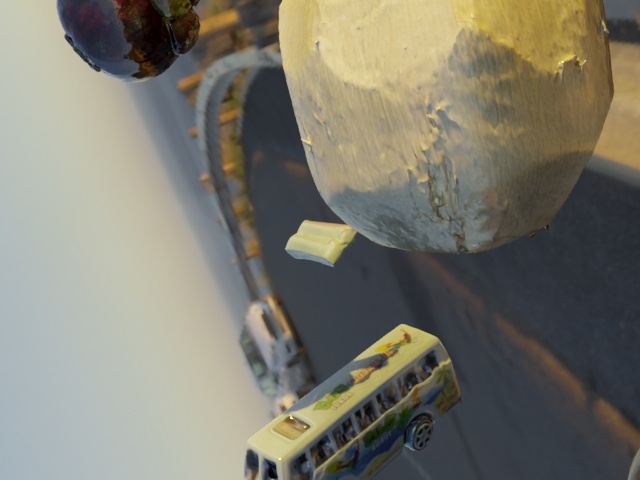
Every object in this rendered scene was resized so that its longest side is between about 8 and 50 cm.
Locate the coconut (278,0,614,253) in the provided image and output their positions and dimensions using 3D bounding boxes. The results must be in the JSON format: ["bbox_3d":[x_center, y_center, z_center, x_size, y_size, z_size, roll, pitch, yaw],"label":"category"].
[{"bbox_3d":[0.127,-0.184,1.129,0.346,0.346,0.360,-132,27,-68],"label":"coconut"}]

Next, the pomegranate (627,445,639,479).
[{"bbox_3d":[0.497,0.303,1.290,0.229,0.270,0.252,9,121,52],"label":"pomegranate"}]

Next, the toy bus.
[{"bbox_3d":[0.041,0.247,1.452,0.109,0.329,0.136,20,134,44],"label":"toy bus"}]

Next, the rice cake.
[{"bbox_3d":[-0.001,0.001,2.008,0.042,0.080,0.222,36,170,-19],"label":"rice cake"}]

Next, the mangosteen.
[{"bbox_3d":[-0.218,-0.278,1.281,0.172,0.184,0.172,30,-166,-8],"label":"mangosteen"}]
